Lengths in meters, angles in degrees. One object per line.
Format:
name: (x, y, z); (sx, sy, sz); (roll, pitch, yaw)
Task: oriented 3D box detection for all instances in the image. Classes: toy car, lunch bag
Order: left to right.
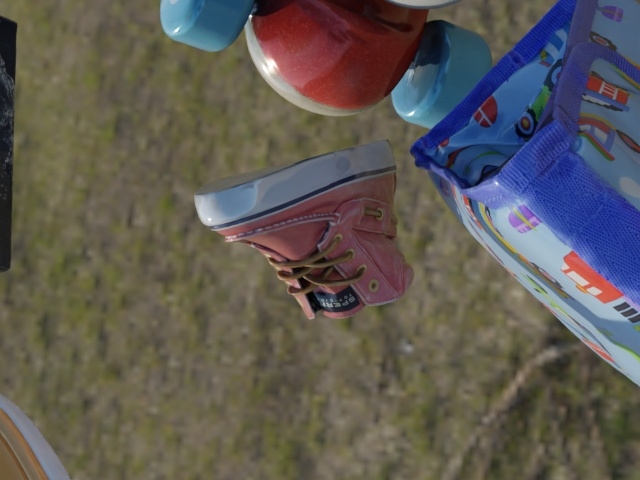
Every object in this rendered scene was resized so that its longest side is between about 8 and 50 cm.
toy car: (0.051, -0.210, 1.168); (0.238, 0.219, 0.210); (-34, 45, 53)
lunch bag: (0.156, 0.018, 0.780); (0.138, 0.221, 0.293); (-47, 7, 14)

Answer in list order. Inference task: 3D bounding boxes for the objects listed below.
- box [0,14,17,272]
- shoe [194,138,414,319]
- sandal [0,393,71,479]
box: (-0.257, -0.066, 1.047); (0.093, 0.156, 0.158); (-10, 73, 30)
shoe: (0.000, 0.000, 0.890); (0.063, 0.178, 0.081); (-12, 93, 22)
sandal: (-0.128, 0.177, 0.807); (0.102, 0.076, 0.265); (-44, 68, 14)
